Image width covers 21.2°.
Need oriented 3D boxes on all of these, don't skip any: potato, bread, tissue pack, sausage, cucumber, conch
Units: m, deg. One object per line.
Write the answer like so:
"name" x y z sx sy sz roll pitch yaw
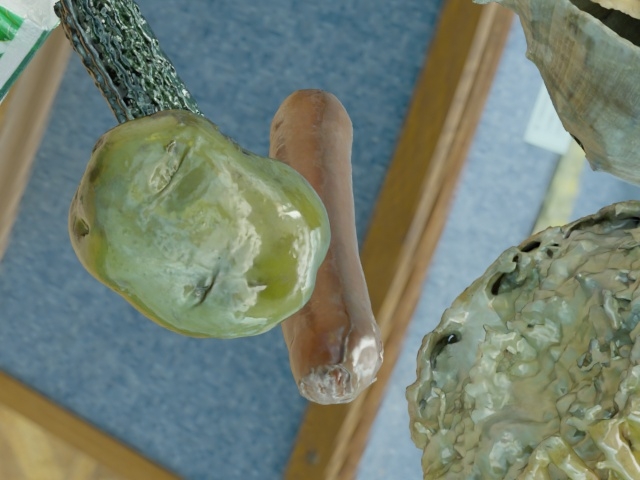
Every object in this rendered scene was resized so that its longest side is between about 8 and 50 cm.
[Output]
"potato" -0.095 -0.007 1.324 0.154 0.200 0.137 -57 -173 52
"bread" 0.183 0.096 1.139 0.149 0.274 0.274 49 68 -22
"tissue pack" -0.361 -0.259 1.844 0.156 0.209 0.148 32 54 -15
"sausage" 0.000 0.000 1.654 0.094 0.419 0.094 32 121 -29
"cucumber" -0.157 -0.130 1.559 0.077 0.077 0.265 -44 120 -27
"conch" 0.278 -0.133 1.408 0.324 0.263 0.186 7 99 -6
